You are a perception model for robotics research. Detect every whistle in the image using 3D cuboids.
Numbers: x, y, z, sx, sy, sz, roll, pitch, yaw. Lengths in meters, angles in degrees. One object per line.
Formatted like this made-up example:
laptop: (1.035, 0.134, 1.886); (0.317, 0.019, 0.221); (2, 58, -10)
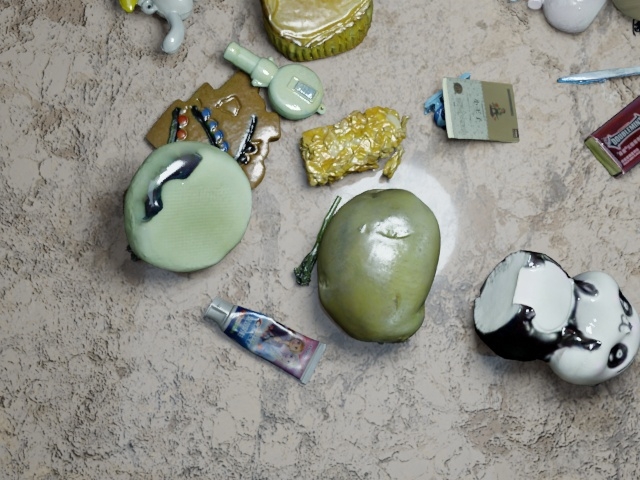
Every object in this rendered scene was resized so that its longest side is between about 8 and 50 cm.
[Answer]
whistle: (-0.095, -0.357, 1.566); (0.258, 0.067, 0.126); (31, 70, -5)

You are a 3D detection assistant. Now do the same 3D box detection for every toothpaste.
toothpaste: (-0.122, 0.207, 1.526); (0.266, 0.061, 0.096); (29, 83, -3)

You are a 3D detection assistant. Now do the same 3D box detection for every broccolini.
broccolini: (0.001, 0.001, 1.561); (0.042, 0.044, 0.218); (24, 78, 18)

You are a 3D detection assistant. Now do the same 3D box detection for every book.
book: (0.355, -0.287, 1.559); (0.199, 0.016, 0.138); (-2, 83, -30)

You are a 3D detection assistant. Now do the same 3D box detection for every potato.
potato: (0.115, 0.046, 1.458); (0.243, 0.221, 0.326); (15, 86, -8)

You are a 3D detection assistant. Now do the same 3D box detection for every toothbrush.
toothbrush: (0.742, -0.382, 1.579); (0.414, 0.035, 0.042); (-6, 91, 10)

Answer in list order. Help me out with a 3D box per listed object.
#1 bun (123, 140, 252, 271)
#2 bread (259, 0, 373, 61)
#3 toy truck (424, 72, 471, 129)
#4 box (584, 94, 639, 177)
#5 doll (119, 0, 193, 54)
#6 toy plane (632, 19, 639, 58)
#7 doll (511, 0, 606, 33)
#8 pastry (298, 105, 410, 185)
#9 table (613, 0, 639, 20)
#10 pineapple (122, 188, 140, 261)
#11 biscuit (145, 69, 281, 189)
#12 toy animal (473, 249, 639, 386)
bun: (-0.290, -0.077, 1.482); (0.283, 0.179, 0.283); (-13, 112, -35)
bread: (-0.009, -0.525, 1.570); (0.254, 0.142, 0.227); (-22, 82, -6)
toy truck: (0.303, -0.314, 1.589); (0.136, 0.063, 0.074); (-36, 70, -10)
box: (0.714, -0.252, 1.578); (0.224, 0.069, 0.120); (-37, 85, -3)
doll: (-0.336, -0.565, 1.588); (0.252, 0.111, 0.237); (45, 69, 6)
toy plane: (0.761, -0.475, 1.614); (0.078, 0.053, 0.197); (8, 79, -8)
doll: (0.499, -0.583, 1.587); (0.287, 0.151, 0.151); (35, 84, 10)
pastry: (0.081, -0.203, 1.546); (0.250, 0.102, 0.154); (-18, 72, 0)
table: (0.757, -0.609, 1.557); (0.167, 0.167, 0.226); (40, 55, 4)
pineapple: (-0.398, -0.034, 1.544); (0.074, 0.074, 0.159); (-1, 91, -1)
biscuit: (-0.239, -0.238, 1.579); (0.302, 0.043, 0.278); (-9, 83, -2)
toy animal: (0.498, 0.166, 1.454); (0.310, 0.251, 0.250); (27, 83, -8)
